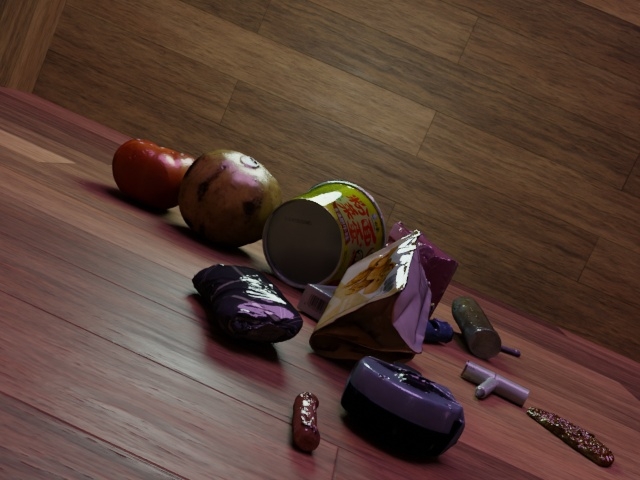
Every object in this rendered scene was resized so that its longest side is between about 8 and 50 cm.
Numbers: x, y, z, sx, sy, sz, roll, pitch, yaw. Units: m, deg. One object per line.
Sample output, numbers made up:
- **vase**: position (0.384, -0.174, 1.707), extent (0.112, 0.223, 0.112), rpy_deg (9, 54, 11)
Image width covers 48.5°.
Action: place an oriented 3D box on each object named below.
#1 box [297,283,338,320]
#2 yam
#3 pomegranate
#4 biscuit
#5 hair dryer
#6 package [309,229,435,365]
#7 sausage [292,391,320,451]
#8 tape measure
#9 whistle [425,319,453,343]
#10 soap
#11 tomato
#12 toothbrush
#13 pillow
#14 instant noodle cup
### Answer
- **box**: position (0.086, 0.180, 1.588), extent (0.242, 0.067, 0.155), rpy_deg (28, 10, 28)
- **yam**: position (0.444, 0.244, 2.052), extent (0.093, 0.093, 0.259), rpy_deg (22, 16, -9)
- **pomegranate**: position (-0.247, -0.115, 1.942), extent (0.281, 0.281, 0.281), rpy_deg (23, 7, -3)
- **biscuit**: position (0.543, 0.413, 1.506), extent (0.126, 0.025, 0.206), rpy_deg (19, 9, -35)
- **hair dryer**: position (0.379, 0.333, 1.555), extent (0.154, 0.044, 0.183), rpy_deg (24, 12, 12)
- **package**: position (0.133, 0.141, 1.426), extent (0.165, 0.221, 0.311), rpy_deg (56, 22, -9)
- **sausage**: position (-0.019, 0.237, 0.953), extent (0.036, 0.042, 0.158), rpy_deg (-14, 5, 1)
- **tape measure**: position (0.126, 0.246, 1.074), extent (0.182, 0.107, 0.181), rpy_deg (25, 0, -9)
- **whistle**: position (0.240, 0.223, 1.807), extent (0.062, 0.062, 0.304), rpy_deg (29, 9, 40)
- **soap**: position (0.251, 0.096, 2.064), extent (0.128, 0.233, 0.359), rpy_deg (25, 8, -11)
- **tomato**: position (-0.474, -0.187, 2.047), extent (0.259, 0.180, 0.260), rpy_deg (22, 4, -2)
- **toothbrush**: position (0.476, 0.296, 2.159), extent (0.353, 0.029, 0.024), rpy_deg (21, 21, -24)
- **pillow**: position (-0.138, 0.108, 1.289), extent (0.161, 0.093, 0.335), rpy_deg (17, 8, -21)
- **instant noodle cup**: position (0.000, 0.000, 1.877), extent (0.311, 0.312, 0.221), rpy_deg (26, 18, 21)
